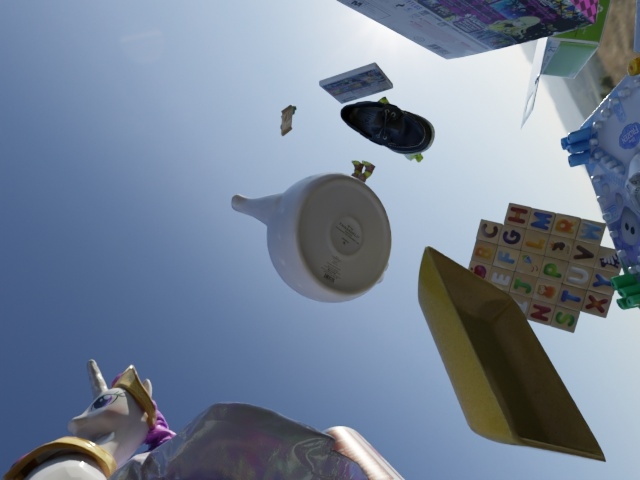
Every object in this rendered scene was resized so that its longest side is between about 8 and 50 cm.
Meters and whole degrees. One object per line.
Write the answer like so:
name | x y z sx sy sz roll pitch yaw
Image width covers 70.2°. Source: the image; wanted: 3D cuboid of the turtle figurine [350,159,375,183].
turtle figurine | 0.127 -0.176 1.633 0.087 0.217 0.269 22 180 -18

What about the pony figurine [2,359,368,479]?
pony figurine | -0.176 0.270 0.411 0.351 0.303 0.363 32 -164 6

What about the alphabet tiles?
alphabet tiles | 0.562 0.067 1.161 0.011 0.342 0.285 -8 -68 -68

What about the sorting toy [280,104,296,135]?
sorting toy | -0.077 -0.293 1.094 0.083 0.012 0.062 -55 -26 -50

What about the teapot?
teapot | 0.000 0.000 0.862 0.252 0.187 0.256 -20 -84 -33

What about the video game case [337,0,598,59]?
video game case | 0.171 -0.286 0.537 0.232 0.210 0.042 5 -87 -39

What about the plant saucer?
plant saucer | 0.296 0.203 0.767 0.332 0.081 0.333 28 -146 -37

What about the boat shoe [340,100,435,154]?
boat shoe | 0.182 -0.345 1.345 0.113 0.127 0.340 3 -152 -40

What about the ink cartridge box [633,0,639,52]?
ink cartridge box | 0.397 -0.242 0.396 0.176 0.127 0.128 30 178 38

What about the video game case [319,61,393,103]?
video game case | 0.123 -0.525 1.531 0.183 0.201 0.023 8 -105 -63

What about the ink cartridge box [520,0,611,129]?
ink cartridge box | 0.491 -0.364 0.925 0.189 0.097 0.255 -3 -75 -74

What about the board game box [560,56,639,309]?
board game box | 0.543 -0.076 0.764 0.390 0.050 0.390 45 -148 -75

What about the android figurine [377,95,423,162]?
android figurine | 0.301 -0.410 1.714 0.273 0.056 0.248 56 -175 3

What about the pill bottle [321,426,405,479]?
pill bottle | 0.058 0.346 0.588 0.121 0.216 0.121 -3 -83 -24
